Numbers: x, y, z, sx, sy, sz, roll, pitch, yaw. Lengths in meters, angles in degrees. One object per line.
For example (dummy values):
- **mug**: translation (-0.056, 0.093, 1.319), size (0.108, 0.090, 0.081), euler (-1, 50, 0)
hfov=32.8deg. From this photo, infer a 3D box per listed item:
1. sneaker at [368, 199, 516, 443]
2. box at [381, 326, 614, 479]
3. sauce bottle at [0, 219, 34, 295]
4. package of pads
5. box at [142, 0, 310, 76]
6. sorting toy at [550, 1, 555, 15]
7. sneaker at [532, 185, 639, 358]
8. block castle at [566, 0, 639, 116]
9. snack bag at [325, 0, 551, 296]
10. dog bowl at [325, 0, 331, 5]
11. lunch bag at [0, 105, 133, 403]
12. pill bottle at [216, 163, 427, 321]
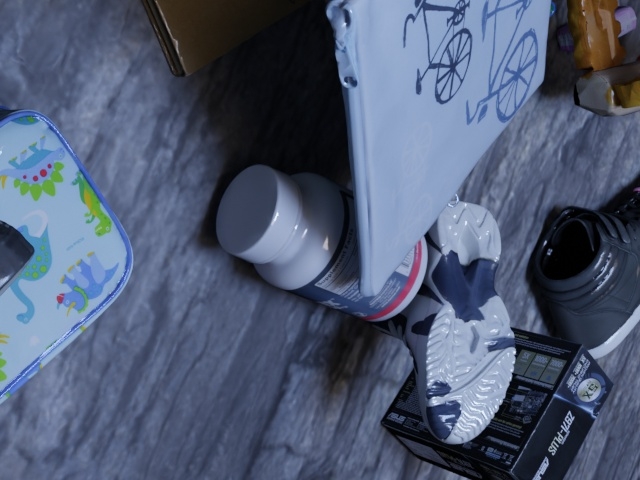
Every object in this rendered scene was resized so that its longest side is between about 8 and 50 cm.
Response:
- **sneaker**: translation (0.106, 0.093, 1.040), size (0.094, 0.153, 0.235), euler (7, 63, -19)
- **box**: translation (0.177, 0.166, 1.101), size (0.077, 0.180, 0.147), euler (47, 67, -34)
- **sauce bottle**: translation (-0.312, -0.090, 0.625), size (0.344, 0.111, 0.111), euler (49, 66, -16)
- **package of pads**: translation (0.312, -0.238, 1.226), size (0.083, 0.050, 0.032), euler (-29, 116, -32)
- **box**: translation (-0.073, -0.256, 0.914), size (0.201, 0.021, 0.164), euler (-37, 120, -29)
- **sorting toy**: translation (0.212, -0.250, 1.153), size (0.061, 0.042, 0.102), euler (-1, 112, -25)
- **sneaker**: translation (0.356, -0.015, 1.269), size (0.296, 0.104, 0.147), euler (-52, 132, -15)
- **block castle**: translation (0.387, -0.354, 1.068), size (0.212, 0.303, 0.453), euler (-17, 99, -30)
- **snack bag**: translation (0.107, -0.153, 0.886), size (0.342, 0.037, 0.323), euler (-51, 152, -30)
- **dog bowl**: translation (0.120, -0.305, 0.935), size (0.349, 0.102, 0.349), euler (-47, 151, -37)
- **lunch bag**: translation (-0.251, 0.025, 0.770), size (0.219, 0.090, 0.176), euler (-45, 123, -25)
- **pill bottle**: translation (0.000, 0.000, 0.968), size (0.180, 0.108, 0.108), euler (23, 83, -40)
